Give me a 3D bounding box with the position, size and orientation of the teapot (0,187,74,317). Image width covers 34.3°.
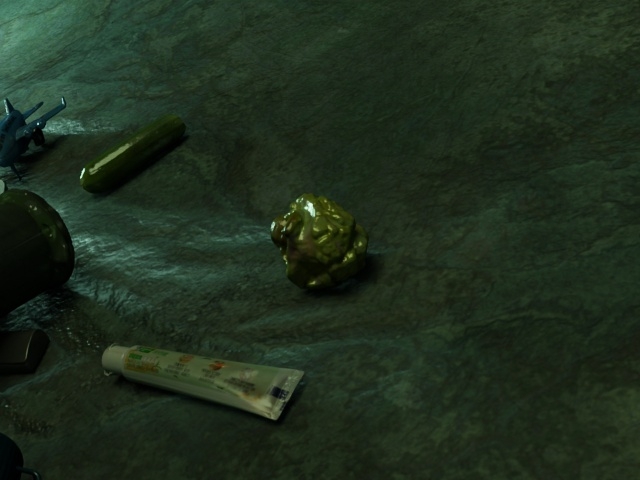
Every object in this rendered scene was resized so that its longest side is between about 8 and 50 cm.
[{"bbox_3d":[-0.570,0.048,1.630,0.270,0.200,0.337,12,31,33],"label":"teapot"}]

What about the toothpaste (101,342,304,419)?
[{"bbox_3d":[-0.168,0.180,1.390,0.314,0.058,0.056,7,2,33],"label":"toothpaste"}]

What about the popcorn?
[{"bbox_3d":[0.000,0.000,1.460,0.126,0.126,0.145,-24,52,-17],"label":"popcorn"}]

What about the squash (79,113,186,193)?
[{"bbox_3d":[-0.354,-0.164,1.950,0.229,0.066,0.066,-37,36,-19],"label":"squash"}]

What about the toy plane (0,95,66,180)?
[{"bbox_3d":[-0.644,-0.213,2.159,0.254,0.105,0.271,-23,35,5],"label":"toy plane"}]

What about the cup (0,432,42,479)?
[{"bbox_3d":[-0.426,0.328,1.306,0.176,0.131,0.155,7,33,-5],"label":"cup"}]

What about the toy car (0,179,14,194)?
[{"bbox_3d":[-0.607,-0.048,1.951,0.161,0.098,0.126,17,76,10],"label":"toy car"}]

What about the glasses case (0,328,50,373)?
[{"bbox_3d":[-0.516,0.177,1.622,0.190,0.042,0.072,-7,46,25],"label":"glasses case"}]
